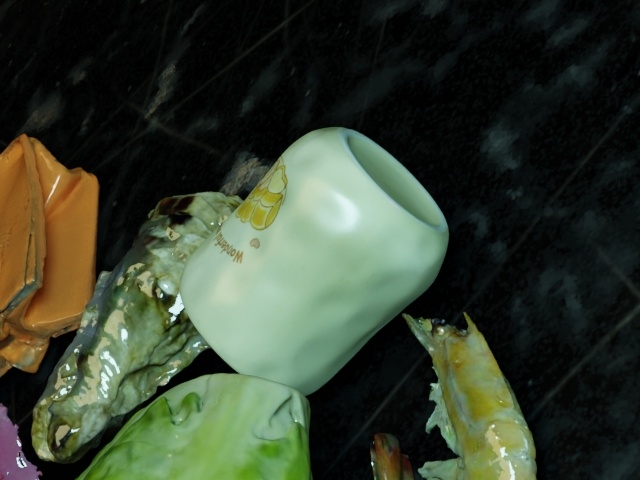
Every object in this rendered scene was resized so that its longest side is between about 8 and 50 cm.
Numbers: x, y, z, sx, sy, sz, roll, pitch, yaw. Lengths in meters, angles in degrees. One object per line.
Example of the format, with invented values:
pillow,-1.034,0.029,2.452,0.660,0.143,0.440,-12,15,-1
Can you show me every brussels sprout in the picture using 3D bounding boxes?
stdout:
brussels sprout,-0.107,0.233,1.358,0.271,0.210,0.219,-65,15,-14

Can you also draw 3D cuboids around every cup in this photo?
cup,0.012,0.015,1.487,0.202,0.255,0.173,-46,76,16

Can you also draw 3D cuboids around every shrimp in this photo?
shrimp,0.096,0.168,1.308,0.173,0.058,0.253,-52,34,20

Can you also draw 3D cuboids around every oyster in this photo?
oyster,-0.177,0.084,1.651,0.337,0.133,0.198,-57,25,-11

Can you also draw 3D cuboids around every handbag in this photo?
handbag,-0.445,0.082,2.000,0.410,0.116,0.303,-38,37,26

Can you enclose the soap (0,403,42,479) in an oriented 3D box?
soap,-0.350,0.237,1.676,0.099,0.162,0.250,-21,16,-23
